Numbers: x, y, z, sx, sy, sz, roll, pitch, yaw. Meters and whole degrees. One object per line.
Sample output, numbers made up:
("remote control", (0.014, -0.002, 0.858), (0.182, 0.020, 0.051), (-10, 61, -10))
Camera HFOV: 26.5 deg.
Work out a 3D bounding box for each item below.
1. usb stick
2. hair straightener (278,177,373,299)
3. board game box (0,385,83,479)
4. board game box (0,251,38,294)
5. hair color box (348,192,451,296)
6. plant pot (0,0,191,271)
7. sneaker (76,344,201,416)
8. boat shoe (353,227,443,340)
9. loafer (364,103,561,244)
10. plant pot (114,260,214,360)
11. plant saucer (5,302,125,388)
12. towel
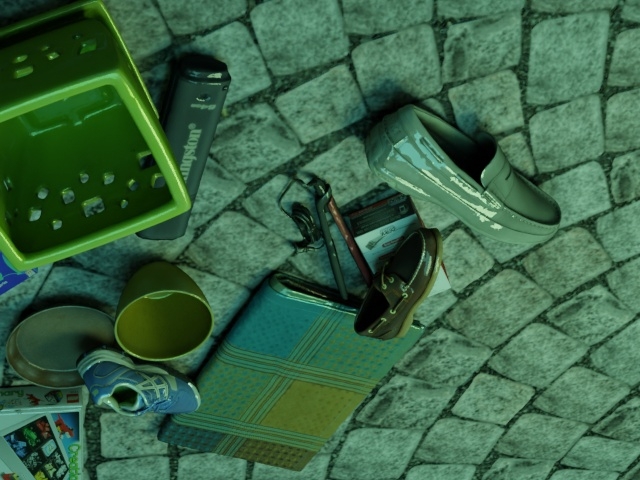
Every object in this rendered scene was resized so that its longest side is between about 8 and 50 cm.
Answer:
("usb stick", (-0.179, -0.110, 1.720), (0.077, 0.045, 0.278), (6, 130, -19))
("hair straightener", (0.000, 0.000, 1.869), (0.089, 0.047, 0.230), (-22, 134, 5))
("board game box", (-0.457, 0.340, 2.056), (0.193, 0.053, 0.305), (-2, 132, -12))
("board game box", (-0.492, 0.008, 1.743), (0.160, 0.047, 0.210), (-31, 131, 14))
("hair color box", (0.113, 0.016, 1.911), (0.093, 0.053, 0.167), (-22, 135, 7))
("plant pot", (-0.298, -0.135, 1.554), (0.227, 0.207, 0.228), (-20, 133, 3))
("sneaker", (-0.258, 0.222, 1.948), (0.211, 0.081, 0.080), (22, 123, -40))
("boat shoe", (0.105, 0.064, 1.866), (0.073, 0.073, 0.207), (4, 131, -20))
("loafer", (0.208, -0.086, 1.803), (0.319, 0.112, 0.111), (22, 132, -30))
("plant pot", (-0.218, 0.085, 1.855), (0.134, 0.095, 0.134), (-7, 133, -8))
("plant saucer", (-0.359, 0.144, 1.918), (0.168, 0.029, 0.168), (-8, 135, -8))
("towel", (-0.050, 0.210, 2.059), (0.271, 0.040, 0.370), (18, 127, -28))
